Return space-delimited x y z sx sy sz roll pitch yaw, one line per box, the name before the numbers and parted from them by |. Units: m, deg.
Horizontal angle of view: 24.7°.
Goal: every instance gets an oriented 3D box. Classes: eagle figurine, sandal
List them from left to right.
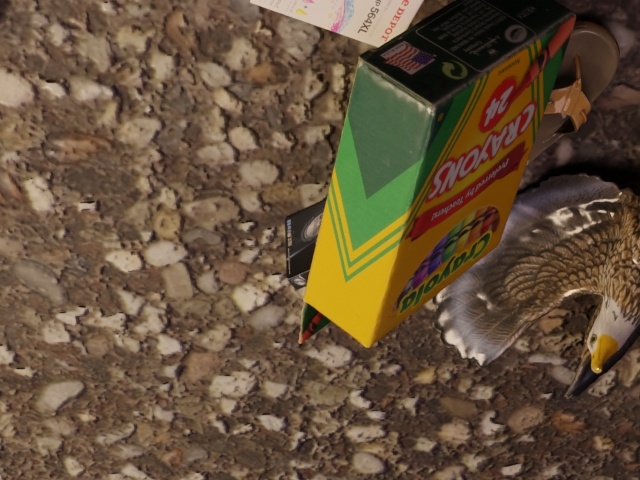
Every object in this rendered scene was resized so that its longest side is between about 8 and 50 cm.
sandal | 0.203 -0.115 1.283 0.072 0.049 0.180 20 130 -21
eagle figurine | 0.274 0.037 1.374 0.298 0.225 0.226 -23 94 58

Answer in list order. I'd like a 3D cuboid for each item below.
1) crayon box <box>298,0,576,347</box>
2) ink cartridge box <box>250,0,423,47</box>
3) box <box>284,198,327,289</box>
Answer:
crayon box | 0.093 -0.048 1.242 0.081 0.202 0.319 36 138 22
ink cartridge box | 0.027 -0.222 1.142 0.143 0.090 0.092 17 131 -17
box | 0.000 0.000 1.362 0.067 0.083 0.018 -24 132 20
